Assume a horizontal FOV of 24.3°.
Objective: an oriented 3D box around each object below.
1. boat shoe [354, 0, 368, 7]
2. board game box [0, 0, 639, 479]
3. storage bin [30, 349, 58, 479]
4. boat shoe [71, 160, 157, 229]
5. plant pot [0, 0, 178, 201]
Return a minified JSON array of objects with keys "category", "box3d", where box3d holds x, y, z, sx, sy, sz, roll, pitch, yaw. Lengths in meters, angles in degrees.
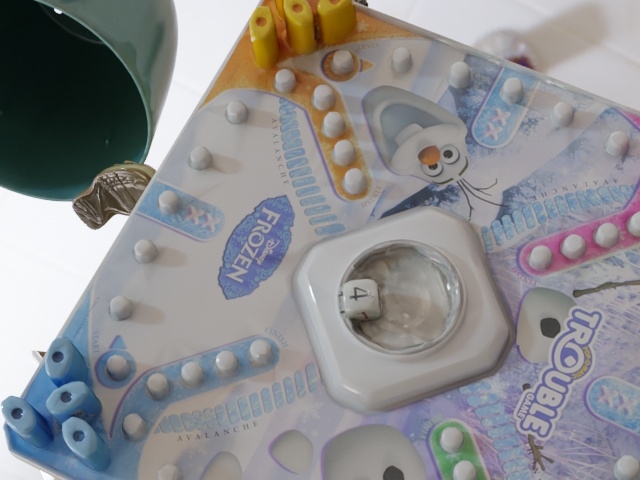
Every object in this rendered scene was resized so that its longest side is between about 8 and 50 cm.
[{"category":"boat shoe","box3d":[0.035,-0.282,1.859,0.065,0.083,0.183,-31,14,43]},{"category":"board game box","box3d":[0.051,0.036,0.943,0.390,0.390,0.050,-61,-17,-20]},{"category":"storage bin","box3d":[-0.192,0.218,1.702,0.262,0.260,0.123,-162,79,-71]},{"category":"boat shoe","box3d":[-0.201,-0.052,1.515,0.048,0.056,0.153,-45,10,-34]},{"category":"plant pot","box3d":[-0.294,-0.231,1.699,0.293,0.293,0.235,-54,12,46]}]
